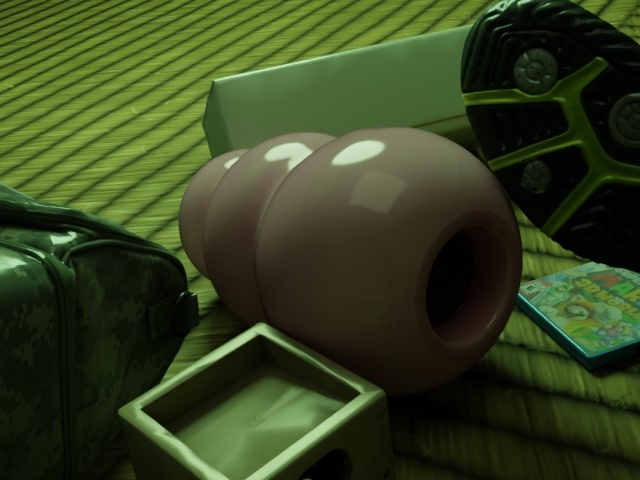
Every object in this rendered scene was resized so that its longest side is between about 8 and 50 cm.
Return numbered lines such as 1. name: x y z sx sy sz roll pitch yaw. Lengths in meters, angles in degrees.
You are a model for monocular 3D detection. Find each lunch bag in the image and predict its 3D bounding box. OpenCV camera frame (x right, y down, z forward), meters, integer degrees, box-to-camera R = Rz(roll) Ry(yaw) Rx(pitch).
1. lunch bag: -0.282 0.061 0.717 0.305 0.212 0.256 9 17 25

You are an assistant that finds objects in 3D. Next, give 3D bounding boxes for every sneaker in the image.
1. sneaker: 0.258 -0.035 0.710 0.385 0.145 0.147 43 19 0

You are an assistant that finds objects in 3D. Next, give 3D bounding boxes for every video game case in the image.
1. video game case: 0.265 0.050 0.796 0.166 0.015 0.119 -16 30 -16

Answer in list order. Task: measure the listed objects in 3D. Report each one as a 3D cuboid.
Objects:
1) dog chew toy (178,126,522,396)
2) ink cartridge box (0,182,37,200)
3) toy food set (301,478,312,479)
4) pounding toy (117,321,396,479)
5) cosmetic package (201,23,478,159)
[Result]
1. dog chew toy: 0.000 0.000 0.768 0.207 0.206 0.332 -27 28 -32
2. ink cartridge box: -0.380 -0.035 0.901 0.189 0.066 0.232 5 -10 20
3. toy food set: 0.002 0.235 0.412 0.105 0.111 0.232 -21 64 -24
4. pounding toy: -0.050 0.166 0.578 0.206 0.094 0.181 -30 37 -33
5. cosmetic package: 0.039 -0.133 1.005 0.310 0.113 0.160 -16 -6 -13
